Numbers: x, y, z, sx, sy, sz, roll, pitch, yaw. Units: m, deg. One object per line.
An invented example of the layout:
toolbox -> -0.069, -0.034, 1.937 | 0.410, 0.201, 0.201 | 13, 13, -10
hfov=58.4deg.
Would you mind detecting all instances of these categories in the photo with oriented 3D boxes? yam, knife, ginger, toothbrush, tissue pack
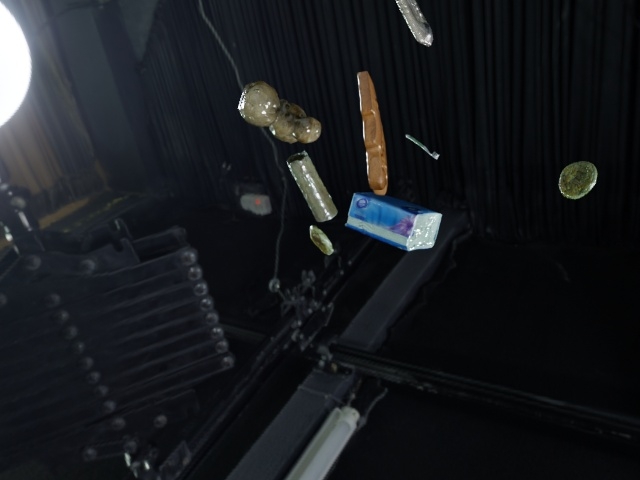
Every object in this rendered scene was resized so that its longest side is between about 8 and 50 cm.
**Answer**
yam -> -0.031, -0.196, 2.081 | 0.093, 0.259, 0.093 | -26, -164, 8
knife -> 0.131, -0.540, 1.088 | 0.043, 0.365, 0.089 | -17, -163, 48
ginger -> -0.144, -0.444, 2.032 | 0.304, 0.155, 0.244 | 25, -174, -17
toothbrush -> 0.433, -0.404, 2.448 | 0.024, 0.018, 0.257 | -52, -144, 11
tissue pack -> 0.258, -0.071, 2.010 | 0.263, 0.146, 0.198 | 24, -163, 34

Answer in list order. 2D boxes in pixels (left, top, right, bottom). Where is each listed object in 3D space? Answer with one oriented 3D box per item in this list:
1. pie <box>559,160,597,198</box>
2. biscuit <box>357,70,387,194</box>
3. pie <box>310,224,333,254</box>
pie -> 0.533, -0.125, 1.186 | 0.021, 0.084, 0.084 | 21, -171, -35
biscuit -> 0.134, -0.261, 1.409 | 0.043, 0.306, 0.284 | -6, -156, 11
pie -> 0.000, 0.000, 1.355 | 0.020, 0.084, 0.084 | -39, -144, -14
